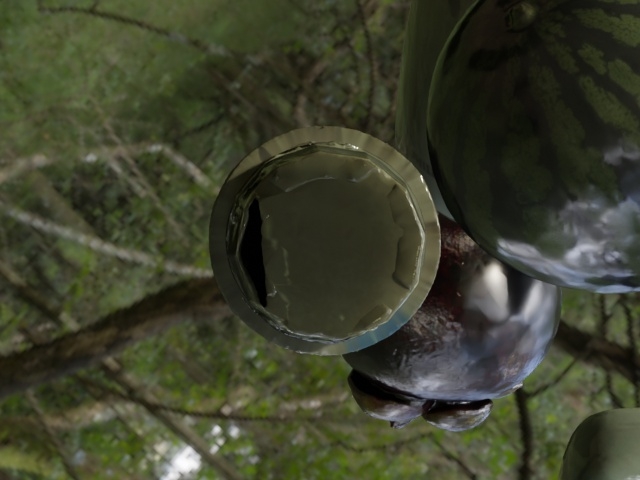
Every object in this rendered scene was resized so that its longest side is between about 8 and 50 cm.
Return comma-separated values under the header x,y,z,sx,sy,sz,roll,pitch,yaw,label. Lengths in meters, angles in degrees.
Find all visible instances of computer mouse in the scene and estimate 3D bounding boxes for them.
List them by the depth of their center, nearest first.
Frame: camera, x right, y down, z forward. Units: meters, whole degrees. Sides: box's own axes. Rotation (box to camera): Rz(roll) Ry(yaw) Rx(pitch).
x,y,z,sx,sy,sz,roll,pitch,yaw,label
0.145,-0.161,1.082,0.095,0.197,0.330,-21,131,-37,computer mouse

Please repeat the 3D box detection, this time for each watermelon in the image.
x,y,z,sx,sy,sz,roll,pitch,yaw,label
0.164,-0.070,0.705,0.212,0.212,0.212,-49,178,-3,watermelon

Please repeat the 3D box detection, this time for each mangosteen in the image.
x,y,z,sx,sy,sz,roll,pitch,yaw,label
0.149,0.099,1.527,0.307,0.307,0.346,-45,142,-58,mangosteen

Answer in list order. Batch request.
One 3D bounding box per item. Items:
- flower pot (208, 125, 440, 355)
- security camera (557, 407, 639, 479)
x,y,z,sx,sy,sz,roll,pitch,yaw,label
0.000,0.000,0.995,0.212,0.212,0.202,-49,178,2,flower pot
0.316,0.187,0.820,0.080,0.302,0.157,-76,168,-50,security camera
